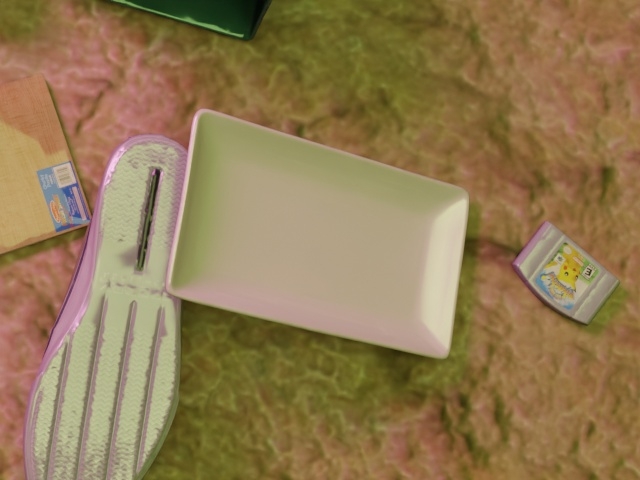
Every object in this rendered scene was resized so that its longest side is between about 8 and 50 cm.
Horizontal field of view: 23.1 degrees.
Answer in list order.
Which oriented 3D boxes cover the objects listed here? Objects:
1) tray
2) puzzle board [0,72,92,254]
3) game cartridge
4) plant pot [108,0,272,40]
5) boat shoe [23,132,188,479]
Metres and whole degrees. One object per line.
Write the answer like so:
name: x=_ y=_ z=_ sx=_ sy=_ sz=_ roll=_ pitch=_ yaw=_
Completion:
tray: x=0.000 y=0.000 z=1.225 sx=0.270 sy=0.030 sz=0.145 roll=15 pitch=79 yaw=-34
puzzle board: x=-0.246 y=-0.058 z=1.242 sx=0.096 sy=0.011 sz=0.128 roll=-19 pitch=90 yaw=-12
game cartridge: x=0.204 y=0.030 z=1.314 sx=0.083 sy=0.017 sz=0.056 roll=39 pitch=84 yaw=-5
plant pot: x=-0.093 y=-0.309 z=1.216 sx=0.165 sy=0.166 sz=0.234 roll=15 pitch=77 yaw=-9
boat shoe: x=-0.152 y=0.069 z=1.205 sx=0.109 sy=0.094 sz=0.302 roll=16 pitch=82 yaw=-8
